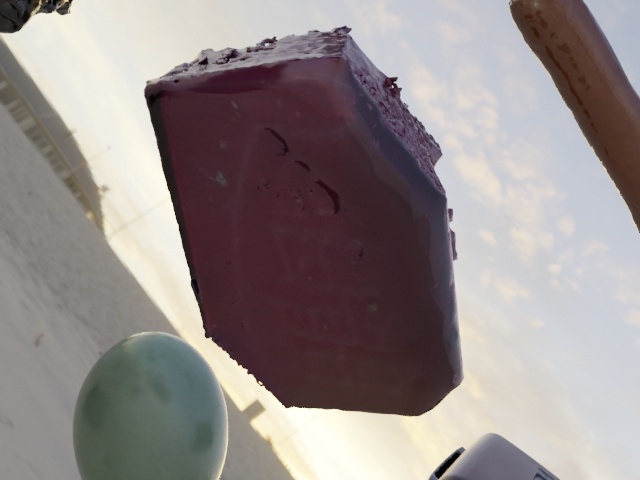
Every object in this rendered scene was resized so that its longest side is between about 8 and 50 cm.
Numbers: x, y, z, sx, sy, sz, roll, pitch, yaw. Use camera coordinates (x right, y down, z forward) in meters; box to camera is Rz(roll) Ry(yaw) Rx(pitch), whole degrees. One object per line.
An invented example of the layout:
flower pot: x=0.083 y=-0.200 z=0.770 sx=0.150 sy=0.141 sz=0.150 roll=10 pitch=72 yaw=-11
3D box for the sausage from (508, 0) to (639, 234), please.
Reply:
sausage: x=0.378 y=-0.155 z=1.046 sx=0.419 sy=0.094 sz=0.094 roll=57 pitch=-16 yaw=-7

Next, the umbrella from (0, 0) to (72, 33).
umbrella: x=-0.135 y=-0.248 z=0.478 sx=0.094 sy=0.326 sz=0.090 roll=-10 pitch=-39 yaw=33

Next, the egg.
egg: x=-0.225 y=0.256 z=1.083 sx=0.203 sy=0.203 sz=0.283 roll=34 pitch=-53 yaw=48

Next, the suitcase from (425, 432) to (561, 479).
suitcase: x=0.235 y=0.387 z=1.053 sx=0.236 sy=0.161 sz=0.297 roll=36 pitch=14 yaw=18

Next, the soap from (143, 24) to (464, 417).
soap: x=0.000 y=0.000 z=0.660 sx=0.220 sy=0.127 sz=0.325 roll=-1 pitch=-59 yaw=15
